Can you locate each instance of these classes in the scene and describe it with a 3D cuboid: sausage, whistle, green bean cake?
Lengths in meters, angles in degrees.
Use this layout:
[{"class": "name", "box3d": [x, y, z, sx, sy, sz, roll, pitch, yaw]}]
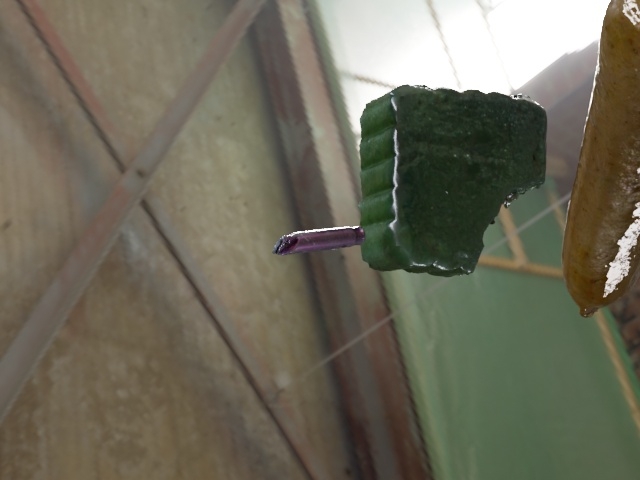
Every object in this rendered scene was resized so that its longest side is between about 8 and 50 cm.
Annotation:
[{"class": "sausage", "box3d": [0.369, -0.106, 1.455, 0.123, 0.501, 0.136, 20, -131, 18]}, {"class": "whistle", "box3d": [0.000, 0.000, 1.852, 0.176, 0.033, 0.033, -6, -117, -43]}, {"class": "green bean cake", "box3d": [0.218, -0.093, 2.054, 0.300, 0.169, 0.308, 4, -98, -23]}]
